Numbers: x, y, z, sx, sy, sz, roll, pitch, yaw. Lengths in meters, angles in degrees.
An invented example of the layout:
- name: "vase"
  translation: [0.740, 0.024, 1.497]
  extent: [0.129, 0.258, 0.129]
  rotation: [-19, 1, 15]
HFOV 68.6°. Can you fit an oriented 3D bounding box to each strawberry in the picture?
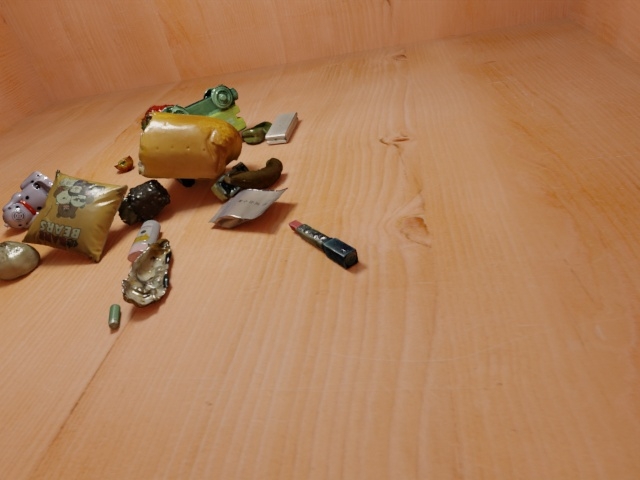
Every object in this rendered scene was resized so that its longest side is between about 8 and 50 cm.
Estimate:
- name: "strawberry"
  translation: [-0.773, -0.581, 2.399]
  extent: [0.250, 0.239, 0.288]
  rotation: [13, 32, 27]

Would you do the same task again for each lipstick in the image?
- name: "lipstick"
  translation: [0.000, 0.000, 1.464]
  extent: [0.051, 0.051, 0.312]
  rotation: [-32, 36, -22]

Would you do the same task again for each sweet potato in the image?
- name: "sweet potato"
  translation: [-0.256, -0.254, 1.854]
  extent: [0.285, 0.112, 0.085]
  rotation: [-23, -12, -39]

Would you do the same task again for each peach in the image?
- name: "peach"
  translation: [-0.964, -0.374, 2.312]
  extent: [0.098, 0.061, 0.098]
  rotation: [-29, 23, 13]

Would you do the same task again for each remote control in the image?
- name: "remote control"
  translation: [-0.187, -0.556, 2.327]
  extent: [0.102, 0.056, 0.277]
  rotation: [-3, 36, 14]

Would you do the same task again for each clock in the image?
- name: "clock"
  translation: [-1.244, -0.147, 2.006]
  extent: [0.188, 0.189, 0.254]
  rotation: [15, 58, 34]

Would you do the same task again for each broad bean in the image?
- name: "broad bean"
  translation: [-0.316, -0.542, 2.347]
  extent: [0.153, 0.072, 0.207]
  rotation: [-1, 25, 16]

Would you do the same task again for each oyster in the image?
- name: "oyster"
  translation: [-0.530, 0.098, 1.484]
  extent: [0.128, 0.079, 0.345]
  rotation: [7, 31, -8]

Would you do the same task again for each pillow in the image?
- name: "pillow"
  translation: [-0.892, -0.096, 1.716]
  extent: [0.310, 0.119, 0.312]
  rotation: [13, 72, 5]

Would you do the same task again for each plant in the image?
- name: "plant"
  translation: [-0.691, -0.145, 1.824]
  extent: [0.194, 0.129, 0.132]
  rotation: [-31, 33, 4]

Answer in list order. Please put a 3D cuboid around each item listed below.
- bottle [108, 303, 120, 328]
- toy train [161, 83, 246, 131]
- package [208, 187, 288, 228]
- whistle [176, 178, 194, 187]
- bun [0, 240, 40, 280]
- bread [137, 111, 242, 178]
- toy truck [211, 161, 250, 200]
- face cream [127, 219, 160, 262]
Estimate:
- name: "bottle"
  translation: [-0.596, 0.220, 1.356]
  extent: [0.030, 0.030, 0.083]
  rotation: [-18, 35, -8]
- name: "toy train"
  translation: [-0.563, -0.562, 2.257]
  extent: [0.442, 0.272, 0.179]
  rotation: [-33, 29, -20]
- name: "package"
  translation: [-0.259, -0.123, 1.704]
  extent: [0.250, 0.062, 0.204]
  rotation: [-3, 34, 30]
- name: "whistle"
  translation: [-0.647, -0.312, 2.117]
  extent: [0.062, 0.062, 0.304]
  rotation: [-28, 37, -21]
- name: "bun"
  translation: [-1.114, 0.059, 1.685]
  extent: [0.173, 0.113, 0.167]
  rotation: [-4, 35, 9]
- name: "bread"
  translation: [-0.518, -0.391, 1.902]
  extent: [0.394, 0.250, 0.361]
  rotation: [0, 17, -5]
- name: "toy truck"
  translation: [-0.363, -0.229, 1.878]
  extent: [0.116, 0.085, 0.191]
  rotation: [-27, 19, 37]
- name: "face cream"
  translation: [-0.618, 0.002, 1.655]
  extent: [0.084, 0.057, 0.198]
  rotation: [-12, 33, 2]
